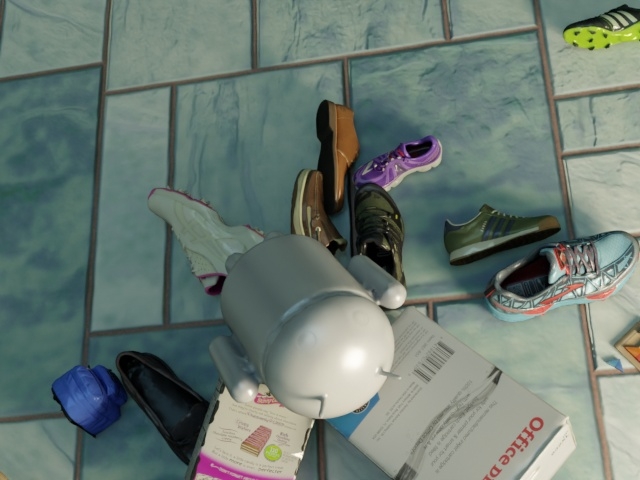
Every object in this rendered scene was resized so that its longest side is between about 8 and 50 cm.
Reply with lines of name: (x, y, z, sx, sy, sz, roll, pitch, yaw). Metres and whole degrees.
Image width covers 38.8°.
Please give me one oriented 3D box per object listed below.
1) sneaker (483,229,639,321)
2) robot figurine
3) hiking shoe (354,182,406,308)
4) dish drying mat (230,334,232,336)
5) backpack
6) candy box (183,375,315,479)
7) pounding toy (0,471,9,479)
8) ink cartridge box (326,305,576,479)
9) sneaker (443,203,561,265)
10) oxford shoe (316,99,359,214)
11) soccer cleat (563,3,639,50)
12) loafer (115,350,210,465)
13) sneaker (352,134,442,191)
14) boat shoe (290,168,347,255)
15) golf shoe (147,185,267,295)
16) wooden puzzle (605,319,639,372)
sneaker: (0.387, 0.052, 1.440, 0.261, 0.125, 0.104, -24, 65, 3)
robot figurine: (-0.021, 0.125, 1.358, 0.300, 0.200, 0.353, -33, 41, -7)
hiking shoe: (0.102, -0.004, 1.533, 0.086, 0.114, 0.227, -12, 69, 5)
dish drying mat: (-0.123, 0.162, 1.579, 0.083, 0.008, 0.032, -33, 66, -3)
backpack: (-0.393, 0.259, 1.540, 0.101, 0.120, 0.098, -42, 65, -6)
candy box: (-0.112, 0.326, 1.416, 0.159, 0.071, 0.233, 21, 85, -12)
pounding toy: (-0.598, 0.505, 1.517, 0.269, 0.155, 0.154, -30, 93, 10)
ink cartridge box: (0.189, 0.281, 1.362, 0.307, 0.129, 0.223, 36, 79, 35)
sneaker: (0.297, -0.027, 1.526, 0.192, 0.064, 0.086, -19, 70, 9)
oxford shoe: (0.037, -0.148, 1.640, 0.076, 0.076, 0.212, 8, 77, -26)
soccer cleat: (0.523, -0.386, 1.631, 0.178, 0.060, 0.072, -4, 58, 5)
loafer: (-0.232, 0.290, 1.502, 0.302, 0.095, 0.109, 38, 80, 22)
sneaker: (0.132, -0.143, 1.610, 0.170, 0.071, 0.068, -27, 64, 2)
boat shoe: (0.002, 0.002, 1.574, 0.095, 0.095, 0.258, 0, 80, 13)
golf shoe: (-0.203, 0.009, 1.606, 0.306, 0.115, 0.140, 28, 80, 23)
wooden puzzle: (0.511, 0.167, 1.427, 0.078, 0.014, 0.116, 38, 81, 24)
